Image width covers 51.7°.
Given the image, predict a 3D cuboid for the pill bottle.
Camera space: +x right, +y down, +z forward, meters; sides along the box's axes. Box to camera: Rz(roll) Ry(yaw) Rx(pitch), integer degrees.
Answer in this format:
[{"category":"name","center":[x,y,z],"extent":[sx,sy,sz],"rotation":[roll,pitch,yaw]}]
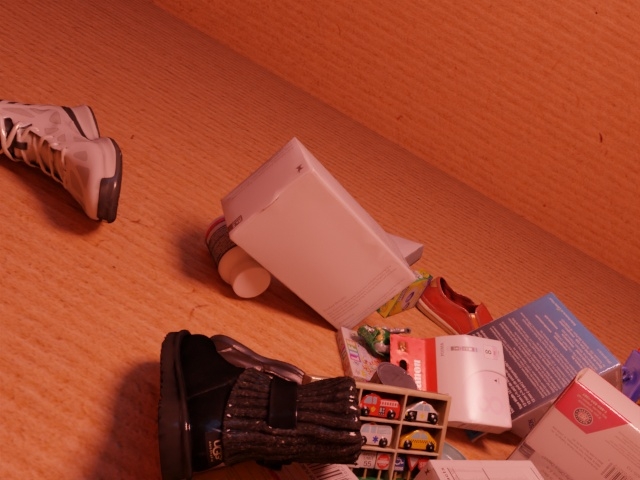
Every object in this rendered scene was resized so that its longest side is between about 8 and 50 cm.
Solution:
[{"category":"pill bottle","center":[-0.174,0.034,1.410],"extent":[0.108,0.108,0.180],"rotation":[11,30,-34]}]

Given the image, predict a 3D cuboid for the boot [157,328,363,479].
[{"category":"boot","center":[-0.092,0.221,0.947],"extent":[0.260,0.131,0.348],"rotation":[-6,18,-10]}]

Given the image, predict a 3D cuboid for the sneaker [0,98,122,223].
[{"category":"sneaker","center":[-0.572,-0.165,1.351],"extent":[0.257,0.169,0.447],"rotation":[0,28,-33]}]

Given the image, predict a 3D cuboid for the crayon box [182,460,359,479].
[{"category":"crayon box","center":[-0.076,0.371,0.823],"extent":[0.318,0.081,0.202],"rotation":[-1,26,-37]}]

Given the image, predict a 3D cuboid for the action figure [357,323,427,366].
[{"category":"action figure","center":[0.181,0.229,1.420],"extent":[0.232,0.063,0.137],"rotation":[21,29,-19]}]

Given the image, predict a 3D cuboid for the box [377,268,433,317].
[{"category":"box","center":[0.202,0.130,1.636],"extent":[0.043,0.105,0.179],"rotation":[41,28,27]}]

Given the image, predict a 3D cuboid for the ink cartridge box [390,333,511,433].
[{"category":"ink cartridge box","center":[0.260,0.278,1.328],"extent":[0.232,0.066,0.189],"rotation":[13,55,-14]}]

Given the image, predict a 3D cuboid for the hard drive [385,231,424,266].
[{"category":"hard drive","center":[0.064,-0.003,1.692],"extent":[0.353,0.047,0.233],"rotation":[19,19,21]}]

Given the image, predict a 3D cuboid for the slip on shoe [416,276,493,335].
[{"category":"slip on shoe","center":[0.399,0.213,1.695],"extent":[0.331,0.101,0.123],"rotation":[37,24,14]}]

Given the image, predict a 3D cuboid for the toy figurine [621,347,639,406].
[{"category":"toy figurine","center":[0.704,0.324,1.494],"extent":[0.217,0.363,0.191],"rotation":[17,21,-30]}]

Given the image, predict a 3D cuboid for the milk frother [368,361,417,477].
[{"category":"milk frother","center":[0.116,0.315,1.147],"extent":[0.143,0.135,0.129],"rotation":[38,26,18]}]

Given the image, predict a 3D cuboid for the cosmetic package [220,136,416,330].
[{"category":"cosmetic package","center":[0.000,0.000,1.379],"extent":[0.385,0.217,0.156],"rotation":[46,12,-34]}]

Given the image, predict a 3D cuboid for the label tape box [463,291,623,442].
[{"category":"label tape box","center":[0.437,0.295,1.459],"extent":[0.115,0.347,0.249],"rotation":[64,-2,-39]}]

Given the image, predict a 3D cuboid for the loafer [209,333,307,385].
[{"category":"loafer","center":[-0.109,0.244,1.128],"extent":[0.220,0.080,0.078],"rotation":[24,34,1]}]

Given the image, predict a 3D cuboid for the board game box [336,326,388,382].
[{"category":"board game box","center":[0.094,0.250,1.379],"extent":[0.103,0.026,0.154],"rotation":[20,26,-20]}]

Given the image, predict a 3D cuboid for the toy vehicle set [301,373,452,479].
[{"category":"toy vehicle set","center":[0.081,0.316,1.064],"extent":[0.266,0.166,0.035],"rotation":[13,-6,-24]}]

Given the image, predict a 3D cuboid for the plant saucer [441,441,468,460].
[{"category":"plant saucer","center":[0.228,0.416,1.210],"extent":[0.119,0.021,0.119],"rotation":[24,25,-12]}]

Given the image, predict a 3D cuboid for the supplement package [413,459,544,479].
[{"category":"supplement package","center":[0.256,0.444,1.049],"extent":[0.244,0.134,0.139],"rotation":[13,29,-32]}]

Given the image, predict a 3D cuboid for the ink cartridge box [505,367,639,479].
[{"category":"ink cartridge box","center":[0.463,0.404,1.175],"extent":[0.207,0.283,0.117],"rotation":[40,23,23]}]
